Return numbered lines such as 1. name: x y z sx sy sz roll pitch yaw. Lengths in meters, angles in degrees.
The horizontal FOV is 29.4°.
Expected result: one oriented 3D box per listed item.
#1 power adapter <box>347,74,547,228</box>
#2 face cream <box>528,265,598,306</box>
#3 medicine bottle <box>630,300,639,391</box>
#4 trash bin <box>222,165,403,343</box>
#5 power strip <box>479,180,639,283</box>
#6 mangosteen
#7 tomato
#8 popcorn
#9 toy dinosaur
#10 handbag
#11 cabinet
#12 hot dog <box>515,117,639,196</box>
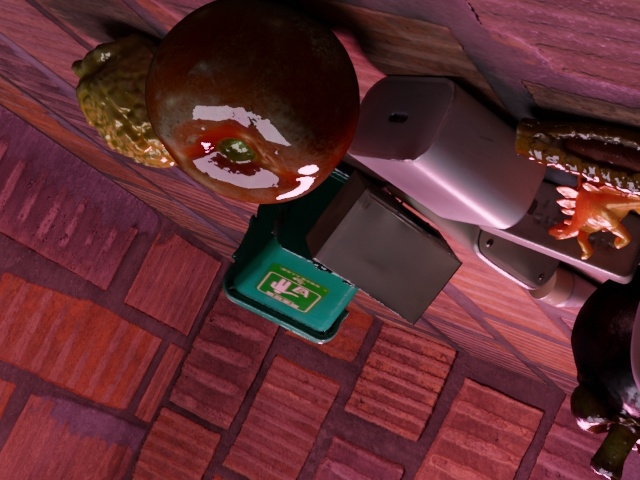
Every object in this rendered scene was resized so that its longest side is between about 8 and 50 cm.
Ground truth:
1. power adapter: 0.184 -0.102 1.600 0.255 0.124 0.187 31 171 -33
2. face cream: 0.475 0.103 2.187 0.224 0.070 0.114 21 175 -32
3. medicine bottle: 0.561 0.128 1.487 0.302 0.241 0.241 17 172 -7
4. trash bin: 0.000 0.000 2.310 0.259 0.295 0.381 27 161 -7
5. power strip: 0.316 -0.032 1.723 0.288 0.093 0.053 22 174 18
6. mangosteen: 0.499 0.178 1.807 0.297 0.293 0.297 159 90 -82
7. tomato: -0.078 -0.186 1.528 0.270 0.223 0.270 10 149 6
8. popcorn: -0.304 -0.243 2.025 0.286 0.174 0.225 32 161 34
9. toy dinosaur: 0.364 -0.051 1.556 0.117 0.070 0.288 45 156 -8
10. handbag: 0.227 -0.024 1.997 0.241 0.109 0.315 34 172 -36
11. cabinet: 0.106 0.010 2.026 0.206 0.150 0.145 35 -171 -13
12. hot dog: 0.350 -0.088 1.401 0.289 0.068 0.083 18 175 36
